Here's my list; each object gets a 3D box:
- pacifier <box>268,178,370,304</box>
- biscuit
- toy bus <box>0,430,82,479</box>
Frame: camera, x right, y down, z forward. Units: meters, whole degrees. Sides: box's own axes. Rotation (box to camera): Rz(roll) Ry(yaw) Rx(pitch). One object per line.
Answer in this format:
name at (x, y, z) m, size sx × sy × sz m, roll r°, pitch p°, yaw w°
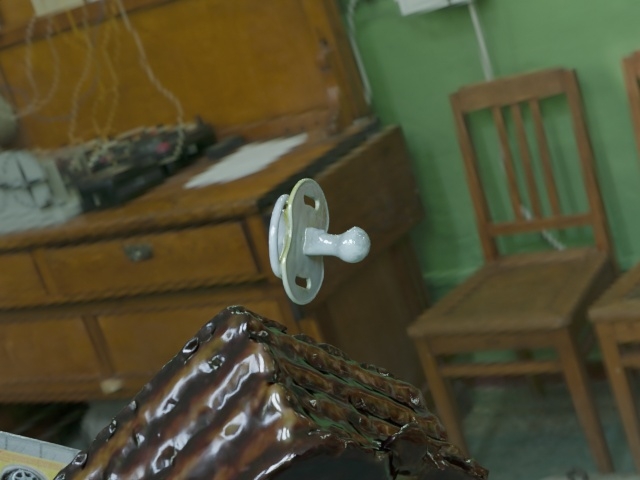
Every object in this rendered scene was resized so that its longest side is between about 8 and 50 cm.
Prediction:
pacifier at (0.000, 0.000, 0.804) m, size 0.064 × 0.083 × 0.068 m, roll 2°, pitch -11°, yaw 23°
biscuit at (-0.107, 0.179, 0.472) m, size 0.388 × 0.107 × 0.073 m, roll -45°, pitch 47°, yaw 18°
toy bus at (-0.371, 0.240, 1.271) m, size 0.268 × 0.092 × 0.106 m, roll 17°, pitch 29°, yaw -20°
